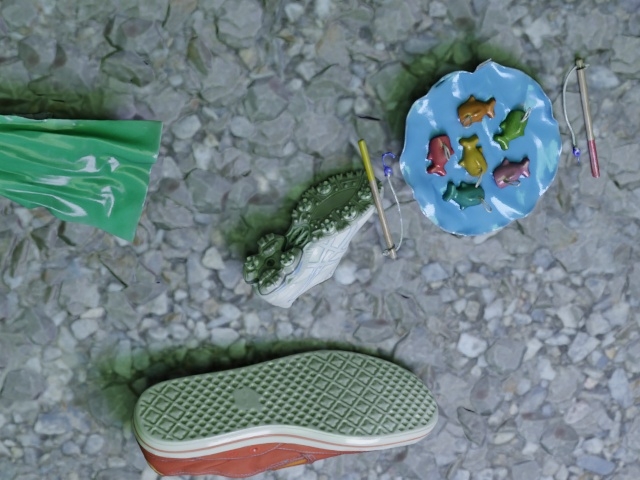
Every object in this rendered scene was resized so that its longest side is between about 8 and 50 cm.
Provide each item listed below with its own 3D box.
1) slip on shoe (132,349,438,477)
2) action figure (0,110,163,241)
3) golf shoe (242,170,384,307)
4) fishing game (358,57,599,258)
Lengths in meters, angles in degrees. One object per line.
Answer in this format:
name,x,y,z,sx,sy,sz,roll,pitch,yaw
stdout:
slip on shoe,-0.038,0.194,1.870,0.331,0.123,0.101,-6,144,-12
action figure,-0.286,-0.083,1.738,0.232,0.063,0.137,10,111,-17
golf shoe,0.000,0.000,1.827,0.176,0.069,0.086,-40,145,-1
fishing game,0.171,-0.093,1.798,0.264,0.041,0.189,-17,112,-15
